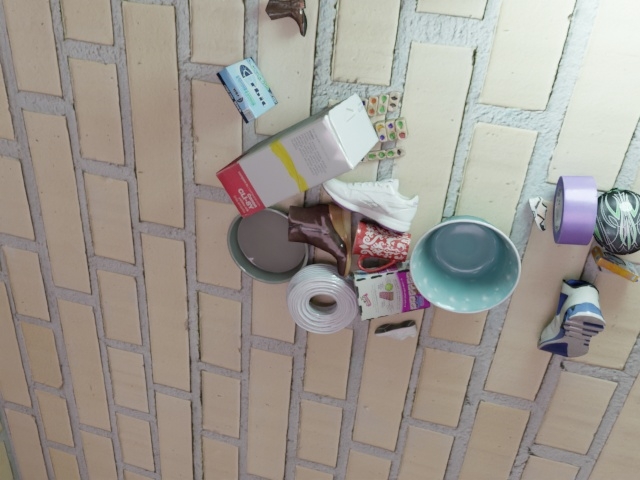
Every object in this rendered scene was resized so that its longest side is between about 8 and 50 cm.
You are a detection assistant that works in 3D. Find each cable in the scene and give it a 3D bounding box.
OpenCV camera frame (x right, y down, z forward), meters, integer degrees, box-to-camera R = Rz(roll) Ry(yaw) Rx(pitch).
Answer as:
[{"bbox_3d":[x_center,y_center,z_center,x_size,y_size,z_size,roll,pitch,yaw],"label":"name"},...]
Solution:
[{"bbox_3d":[0.006,0.204,1.845,0.257,0.089,0.257,-37,114,25],"label":"cable"}]

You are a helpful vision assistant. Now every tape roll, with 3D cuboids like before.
[{"bbox_3d":[0.689,-0.082,1.463,0.080,0.189,0.188,3,117,16],"label":"tape roll"}]

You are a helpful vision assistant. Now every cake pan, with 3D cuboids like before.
[{"bbox_3d":[-0.176,0.012,1.846,0.293,0.054,0.293,7,118,13],"label":"cake pan"}]

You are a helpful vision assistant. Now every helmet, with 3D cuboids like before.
[{"bbox_3d":[0.815,-0.051,1.456,0.170,0.161,0.169,7,118,13],"label":"helmet"}]

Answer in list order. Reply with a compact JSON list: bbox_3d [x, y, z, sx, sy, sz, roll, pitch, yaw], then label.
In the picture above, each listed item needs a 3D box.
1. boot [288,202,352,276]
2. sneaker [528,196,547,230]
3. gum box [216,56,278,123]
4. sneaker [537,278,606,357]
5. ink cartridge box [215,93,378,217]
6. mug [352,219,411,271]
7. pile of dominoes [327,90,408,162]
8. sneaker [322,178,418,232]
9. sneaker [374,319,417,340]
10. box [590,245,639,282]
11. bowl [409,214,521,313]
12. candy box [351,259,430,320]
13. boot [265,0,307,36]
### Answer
[{"bbox_3d":[0.000,0.000,1.752,0.207,0.090,0.248,-1,106,4],"label":"boot"},{"bbox_3d":[0.642,-0.077,1.566,0.044,0.040,0.109,-18,110,22],"label":"sneaker"},{"bbox_3d":[-0.206,-0.436,1.550,0.041,0.184,0.157,-23,107,26],"label":"gum box"},{"bbox_3d":[0.775,0.224,1.634,0.128,0.182,0.315,16,149,10],"label":"sneaker"},{"bbox_3d":[-0.059,-0.242,1.535,0.385,0.279,0.160,-21,107,30],"label":"ink cartridge box"},{"bbox_3d":[0.193,0.022,1.712,0.169,0.113,0.150,11,115,6],"label":"mug"},{"bbox_3d":[0.130,-0.323,1.592,0.251,0.040,0.195,-6,114,19],"label":"pile of dominoes"},{"bbox_3d":[0.156,-0.144,1.653,0.305,0.114,0.152,24,107,-1],"label":"sneaker"},{"bbox_3d":[0.263,0.323,1.875,0.152,0.053,0.061,-11,115,21],"label":"sneaker"},{"bbox_3d":[0.857,0.071,1.553,0.136,0.081,0.028,25,120,3],"label":"box"},{"bbox_3d":[0.433,0.047,1.620,0.312,0.163,0.311,7,118,13],"label":"bowl"},{"bbox_3d":[0.230,0.159,1.750,0.234,0.071,0.159,-11,114,-2],"label":"candy box"},{"bbox_3d":[-0.097,-0.623,1.508,0.114,0.037,0.106,1,103,13],"label":"boot"}]
